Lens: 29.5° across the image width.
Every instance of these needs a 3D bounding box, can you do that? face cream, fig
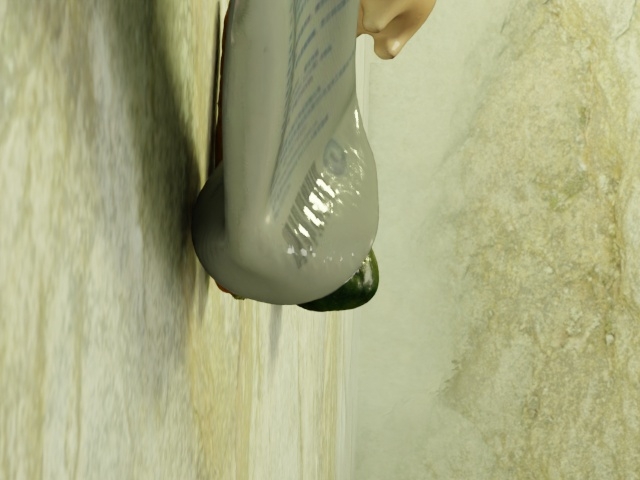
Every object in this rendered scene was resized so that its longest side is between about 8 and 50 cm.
[{"bbox_3d":[-0.012,-0.113,0.793,0.420,0.137,0.235,99,12,-48],"label":"face cream"},{"bbox_3d":[0.000,0.000,1.431,0.117,0.117,0.178,-62,138,-77],"label":"fig"}]

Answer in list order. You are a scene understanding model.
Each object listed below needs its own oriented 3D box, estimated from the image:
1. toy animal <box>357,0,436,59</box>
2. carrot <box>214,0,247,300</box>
[{"bbox_3d":[0.086,-0.394,1.585,0.326,0.237,0.269,90,14,-80],"label":"toy animal"},{"bbox_3d":[-0.065,-0.076,0.976,0.043,0.043,0.248,-16,108,-84],"label":"carrot"}]
